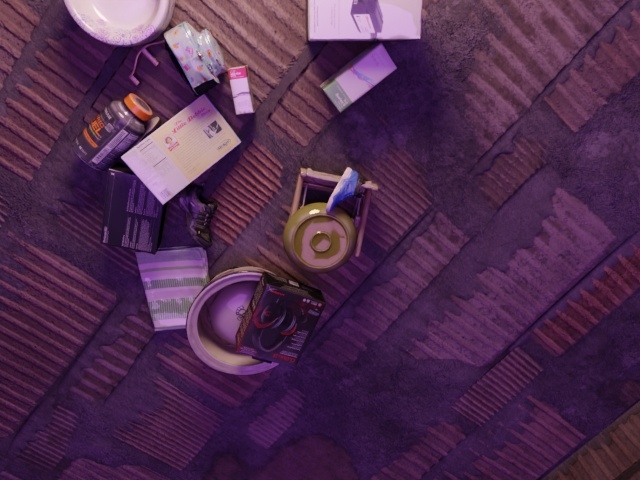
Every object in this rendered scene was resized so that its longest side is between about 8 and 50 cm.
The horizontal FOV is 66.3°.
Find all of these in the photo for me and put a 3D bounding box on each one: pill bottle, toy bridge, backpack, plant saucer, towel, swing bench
[{"bbox_3d":[-0.636,-0.341,1.518,0.245,0.130,0.130,-40,109,11],"label":"pill bottle"},{"bbox_3d":[-0.517,-0.560,1.493,0.188,0.026,0.063,-41,108,11],"label":"toy bridge"},{"bbox_3d":[-0.364,-0.541,1.430,0.144,0.166,0.188,-32,118,8],"label":"backpack"},{"bbox_3d":[0.000,0.000,1.568,0.241,0.037,0.241,-1,108,-5],"label":"plant saucer"},{"bbox_3d":[-0.518,0.178,1.784,0.248,0.038,0.325,-5,112,-1],"label":"towel"},{"bbox_3d":[0.031,-0.104,1.644,0.253,0.165,0.255,11,105,-8],"label":"swing bench"}]

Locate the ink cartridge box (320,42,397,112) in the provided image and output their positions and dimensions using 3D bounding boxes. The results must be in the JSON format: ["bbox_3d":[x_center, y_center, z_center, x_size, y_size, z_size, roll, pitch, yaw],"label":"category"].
[{"bbox_3d":[0.112,-0.497,1.491,0.212,0.154,0.093,-38,109,11],"label":"ink cartridge box"}]

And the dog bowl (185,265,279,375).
[{"bbox_3d":[-0.267,0.270,1.755,0.408,0.150,0.408,-4,111,-10],"label":"dog bowl"}]

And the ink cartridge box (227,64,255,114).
[{"bbox_3d":[-0.242,-0.464,1.510,0.056,0.099,0.135,-9,112,0],"label":"ink cartridge box"}]

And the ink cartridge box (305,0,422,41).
[{"bbox_3d":[0.114,-0.636,1.399,0.307,0.223,0.129,-2,111,-3],"label":"ink cartridge box"}]

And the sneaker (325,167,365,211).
[{"bbox_3d":[0.083,-0.141,1.515,0.084,0.058,0.152,30,86,-1],"label":"sneaker"}]

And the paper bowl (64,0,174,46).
[{"bbox_3d":[-0.554,-0.694,1.371,0.284,0.148,0.284,-1,112,-3],"label":"paper bowl"}]

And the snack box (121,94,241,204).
[{"bbox_3d":[-0.431,-0.285,1.533,0.322,0.060,0.187,-41,110,-11],"label":"snack box"}]

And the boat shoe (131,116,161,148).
[{"bbox_3d":[-0.553,-0.339,1.572,0.133,0.049,0.042,-48,135,7],"label":"boat shoe"}]

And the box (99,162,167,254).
[{"bbox_3d":[-0.613,-0.105,1.628,0.184,0.103,0.261,12,110,-13],"label":"box"}]

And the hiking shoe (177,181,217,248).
[{"bbox_3d":[-0.399,-0.080,1.661,0.114,0.086,0.227,-16,111,6],"label":"hiking shoe"}]

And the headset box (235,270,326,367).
[{"bbox_3d":[-0.142,0.280,1.644,0.218,0.110,0.293,21,104,-18],"label":"headset box"}]
